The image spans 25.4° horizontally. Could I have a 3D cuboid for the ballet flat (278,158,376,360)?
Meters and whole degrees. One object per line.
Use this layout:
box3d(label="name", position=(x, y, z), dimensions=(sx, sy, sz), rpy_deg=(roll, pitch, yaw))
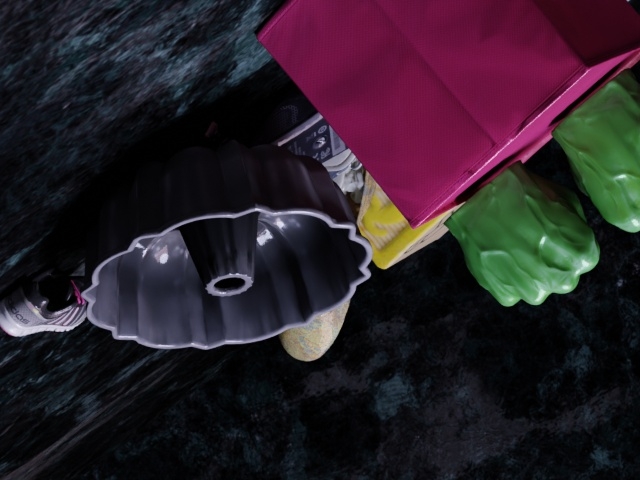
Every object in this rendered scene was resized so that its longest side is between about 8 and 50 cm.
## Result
box3d(label="ballet flat", position=(0.000, 0.000, 2.058), dimensions=(0.123, 0.123, 0.349), rpy_deg=(51, 55, -82))

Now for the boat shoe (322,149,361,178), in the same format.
box3d(label="boat shoe", position=(0.011, -0.125, 1.897), dimensions=(0.079, 0.095, 0.254), rpy_deg=(-31, 171, -33))

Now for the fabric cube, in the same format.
box3d(label="fabric cube", position=(0.144, -0.206, 1.460), dimensions=(0.259, 0.258, 0.254), rpy_deg=(-43, 172, 29))

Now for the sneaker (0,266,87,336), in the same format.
box3d(label="sneaker", position=(-0.306, 0.066, 1.667), dimensions=(0.074, 0.063, 0.170), rpy_deg=(-36, 169, 26))

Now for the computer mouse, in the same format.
box3d(label="computer mouse", position=(-0.041, -0.132, 1.705), dimensions=(0.272, 0.072, 0.188), rpy_deg=(-31, 153, -17))

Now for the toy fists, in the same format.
box3d(label="toy fists", position=(0.271, -0.045, 1.491), dimensions=(0.279, 0.142, 0.096), rpy_deg=(-40, 172, 13))

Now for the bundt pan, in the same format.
box3d(label="bundt pan", position=(-0.111, -0.001, 1.604), dimensions=(0.330, 0.124, 0.331), rpy_deg=(-9, 151, -5))

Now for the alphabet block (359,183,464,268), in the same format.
box3d(label="alphabet block", position=(0.143, -0.100, 2.278), dimensions=(0.192, 0.193, 0.197), rpy_deg=(-45, 169, 33))
